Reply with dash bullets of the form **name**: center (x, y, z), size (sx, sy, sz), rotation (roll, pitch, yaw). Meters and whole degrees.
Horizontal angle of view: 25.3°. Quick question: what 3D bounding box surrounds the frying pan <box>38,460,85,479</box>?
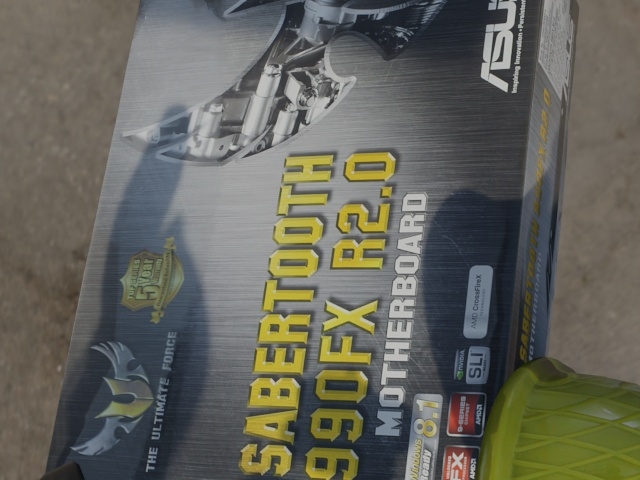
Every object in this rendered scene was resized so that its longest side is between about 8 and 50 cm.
- **frying pan**: center (-0.098, 0.211, 0.241), size (0.053, 0.197, 0.326), rotation (31, 27, -15)

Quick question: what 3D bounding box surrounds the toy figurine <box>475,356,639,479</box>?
- **toy figurine**: center (0.132, 0.157, 0.256), size (0.191, 0.217, 0.363), rotation (41, 41, -20)

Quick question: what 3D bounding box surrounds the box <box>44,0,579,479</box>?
- **box**: center (0.000, 0.000, 0.564), size (0.183, 0.056, 0.231), rotation (0, 69, 24)
